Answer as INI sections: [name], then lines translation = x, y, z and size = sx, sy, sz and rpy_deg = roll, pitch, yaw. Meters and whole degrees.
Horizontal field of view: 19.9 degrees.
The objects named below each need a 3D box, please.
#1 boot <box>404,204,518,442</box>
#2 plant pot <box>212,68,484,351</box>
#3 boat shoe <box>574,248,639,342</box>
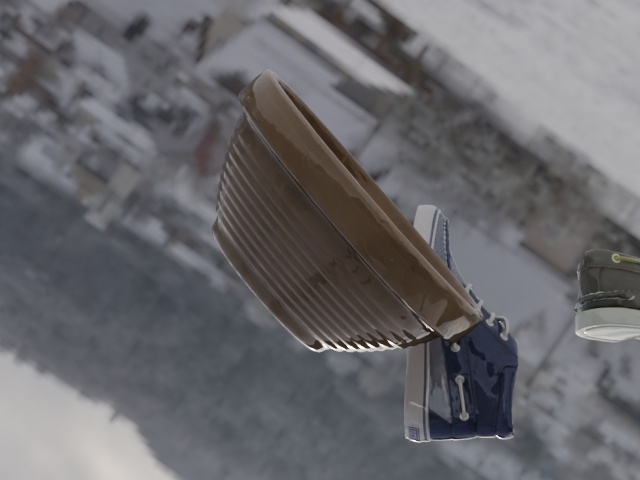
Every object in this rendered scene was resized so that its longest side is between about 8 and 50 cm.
[boot]
translation = 0.111, 0.064, 1.417
size = 0.086, 0.190, 0.069
rpy_deg = 0, 164, 7
[plant pot]
translation = 0.000, 0.000, 1.298
size = 0.237, 0.110, 0.237
rpy_deg = 49, -176, -5
[boat shoe]
translation = 0.399, 0.071, 2.072
size = 0.305, 0.091, 0.109
rpy_deg = 9, 161, -43
